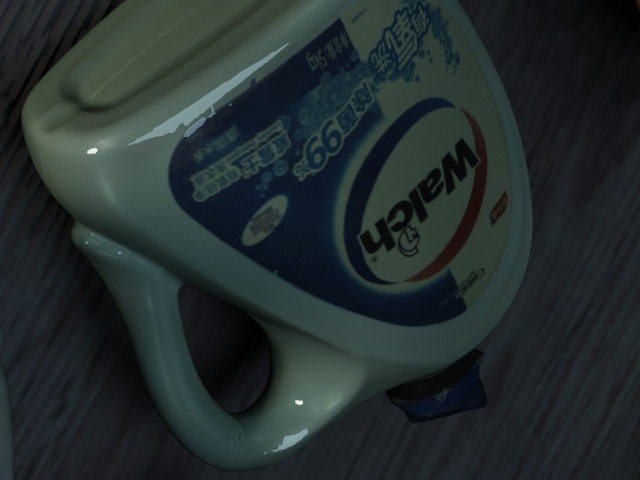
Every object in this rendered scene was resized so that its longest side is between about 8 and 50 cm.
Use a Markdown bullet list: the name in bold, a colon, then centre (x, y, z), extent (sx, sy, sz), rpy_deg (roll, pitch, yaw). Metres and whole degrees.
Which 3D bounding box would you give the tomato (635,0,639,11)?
- **tomato**: centre (0.277, -0.168, 0.952), extent (0.270, 0.227, 0.270), rpy_deg (-11, 123, -18)

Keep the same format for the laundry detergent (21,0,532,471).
- **laundry detergent**: centre (0.000, 0.000, 0.889), extent (0.215, 0.105, 0.280), rpy_deg (-40, 131, -19)

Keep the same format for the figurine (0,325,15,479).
- **figurine**: centre (-0.120, 0.171, 0.811), extent (0.338, 0.205, 0.283), rpy_deg (10, 75, -52)
